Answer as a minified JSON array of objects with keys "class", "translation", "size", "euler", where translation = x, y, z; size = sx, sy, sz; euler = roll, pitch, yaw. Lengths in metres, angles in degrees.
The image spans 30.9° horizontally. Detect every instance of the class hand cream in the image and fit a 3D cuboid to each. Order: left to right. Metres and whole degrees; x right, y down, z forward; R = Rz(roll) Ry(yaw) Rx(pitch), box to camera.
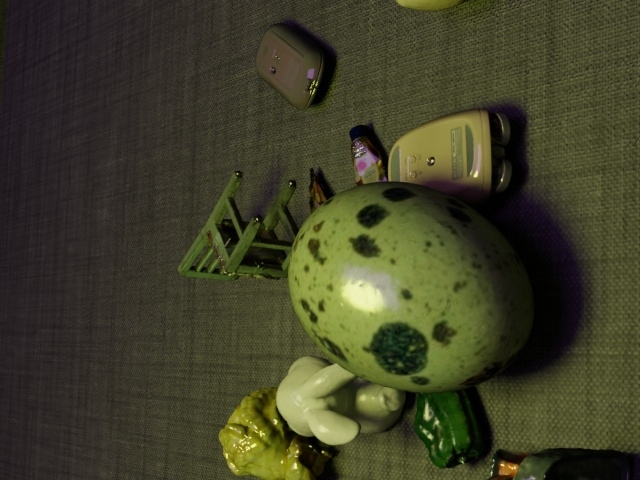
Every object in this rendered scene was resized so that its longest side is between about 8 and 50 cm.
[{"class":"hand cream","translation":[0.084,-0.117,1.928],"size":[0.062,0.039,0.163],"euler":[-32,60,30]}]

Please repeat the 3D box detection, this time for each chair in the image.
[{"class":"chair","translation":[-0.139,0.020,2.137],"size":[0.270,0.136,0.147],"euler":[-56,42,32]}]

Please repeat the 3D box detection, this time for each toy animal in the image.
[{"class":"toy animal","translation":[0.038,0.247,1.815],"size":[0.178,0.193,0.128],"euler":[-1,85,47]}]

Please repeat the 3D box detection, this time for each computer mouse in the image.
[{"class":"computer mouse","translation":[-0.052,-0.321,2.134],"size":[0.232,0.057,0.120],"euler":[45,121,51]},{"class":"computer mouse","translation":[0.194,-0.113,1.728],"size":[0.236,0.082,0.145],"euler":[-16,71,51]}]

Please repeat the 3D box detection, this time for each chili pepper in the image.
[{"class":"chili pepper","translation":[0.163,0.224,1.727],"size":[0.099,0.083,0.253],"euler":[-63,36,32]}]

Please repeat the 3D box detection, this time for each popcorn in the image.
[{"class":"popcorn","translation":[-0.072,0.354,1.993],"size":[0.195,0.168,0.174],"euler":[31,103,12]}]

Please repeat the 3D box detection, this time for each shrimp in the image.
[{"class":"shrimp","translation":[-0.002,-0.007,2.010],"size":[0.117,0.066,0.262],"euler":[-55,42,34]}]

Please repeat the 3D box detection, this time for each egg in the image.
[{"class":"egg","translation":[0.122,0.068,1.623],"size":[0.379,0.287,0.288],"euler":[30,110,47]}]

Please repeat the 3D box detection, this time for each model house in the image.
[{"class":"model house","translation":[0.234,0.386,1.506],"size":[0.300,0.190,0.272],"euler":[4,90,56]}]

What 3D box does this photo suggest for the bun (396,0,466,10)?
[{"class":"bun","translation":[0.182,-0.431,1.762],"size":[0.193,0.127,0.179],"euler":[179,96,-66]}]
